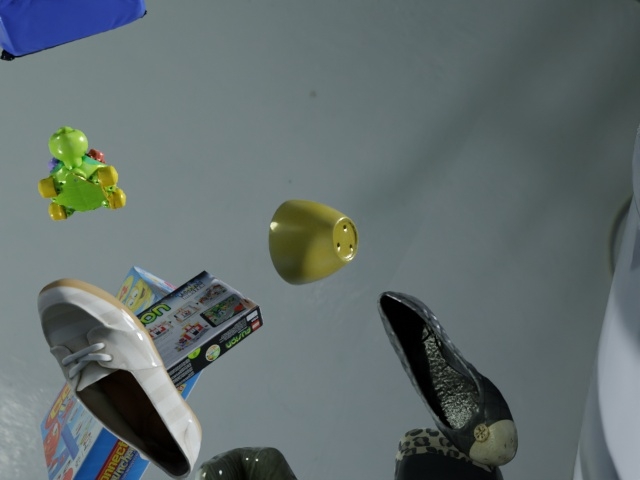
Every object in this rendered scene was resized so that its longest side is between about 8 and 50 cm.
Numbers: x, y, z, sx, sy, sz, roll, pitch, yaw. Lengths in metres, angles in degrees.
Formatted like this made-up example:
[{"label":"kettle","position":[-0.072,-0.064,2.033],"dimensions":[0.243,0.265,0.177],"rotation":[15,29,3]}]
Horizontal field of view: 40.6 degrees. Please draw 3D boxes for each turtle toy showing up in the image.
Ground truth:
[{"label":"turtle toy","position":[-0.294,-0.082,1.051],"dimensions":[0.095,0.130,0.066],"rotation":[-12,58,-8]}]

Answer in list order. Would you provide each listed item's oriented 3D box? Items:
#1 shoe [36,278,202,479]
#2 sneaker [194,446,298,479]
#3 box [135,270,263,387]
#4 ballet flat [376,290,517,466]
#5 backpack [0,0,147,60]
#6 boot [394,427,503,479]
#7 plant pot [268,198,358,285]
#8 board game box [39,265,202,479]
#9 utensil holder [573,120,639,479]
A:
[{"label":"shoe","position":[-0.176,0.127,0.776],"dimensions":[0.076,0.058,0.219],"rotation":[-31,110,10]},{"label":"sneaker","position":[0.000,0.206,0.280],"dimensions":[0.158,0.410,0.182],"rotation":[-9,108,-18]},{"label":"box","position":[-0.183,0.122,1.052],"dimensions":[0.207,0.036,0.114],"rotation":[-35,43,-29]},{"label":"ballet flat","position":[0.092,0.107,0.678],"dimensions":[0.057,0.049,0.173],"rotation":[-47,48,11]},{"label":"backpack","position":[-0.171,-0.182,0.530],"dimensions":[0.098,0.101,0.120],"rotation":[-18,38,-23]},{"label":"boot","position":[0.143,0.242,0.639],"dimensions":[0.236,0.178,0.085],"rotation":[29,113,2]},{"label":"plant pot","position":[0.000,0.000,1.312],"dimensions":[0.095,0.134,0.134],"rotation":[-4,62,37]},{"label":"board game box","position":[-0.294,0.216,1.283],"dimensions":[0.086,0.302,0.308],"rotation":[31,88,-24]},{"label":"utensil holder","position":[0.352,0.099,0.586],"dimensions":[0.327,0.386,0.328],"rotation":[-3,43,3]}]
